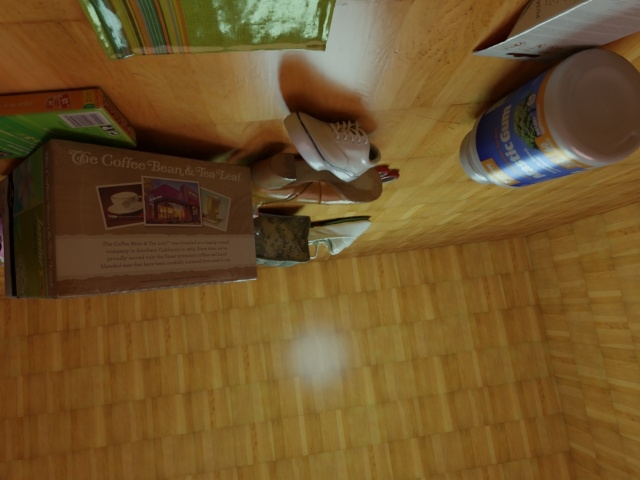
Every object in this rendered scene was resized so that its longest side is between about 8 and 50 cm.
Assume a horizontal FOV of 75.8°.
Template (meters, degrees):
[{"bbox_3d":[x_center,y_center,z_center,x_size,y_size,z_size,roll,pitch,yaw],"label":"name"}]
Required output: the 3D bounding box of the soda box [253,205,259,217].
[{"bbox_3d":[-0.231,-0.090,1.005,0.062,0.058,0.183,-12,169,29],"label":"soda box"}]

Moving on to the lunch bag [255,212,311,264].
[{"bbox_3d":[-0.197,0.003,1.297,0.286,0.169,0.235,4,171,-19],"label":"lunch bag"}]

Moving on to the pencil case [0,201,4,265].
[{"bbox_3d":[-0.619,-0.015,0.845,0.167,0.160,0.386,-15,169,36],"label":"pencil case"}]

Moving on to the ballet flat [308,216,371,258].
[{"bbox_3d":[0.000,0.000,1.541,0.399,0.139,0.139,-7,171,-7],"label":"ballet flat"}]

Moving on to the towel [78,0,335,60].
[{"bbox_3d":[-0.104,-0.220,0.410,0.237,0.021,0.102,-6,172,-9],"label":"towel"}]

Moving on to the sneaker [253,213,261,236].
[{"bbox_3d":[-0.251,-0.069,1.128,0.188,0.071,0.066,23,148,-27],"label":"sneaker"}]

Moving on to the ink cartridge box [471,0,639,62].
[{"bbox_3d":[0.297,-0.261,0.485,0.145,0.045,0.179,-5,-171,-21],"label":"ink cartridge box"}]

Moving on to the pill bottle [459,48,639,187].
[{"bbox_3d":[0.336,-0.166,0.649,0.152,0.153,0.272,-6,178,-10],"label":"pill bottle"}]

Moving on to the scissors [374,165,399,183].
[{"bbox_3d":[0.079,-0.140,1.092,0.109,0.021,0.297,-3,171,-42],"label":"scissors"}]

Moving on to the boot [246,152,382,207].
[{"bbox_3d":[-0.035,-0.121,0.893,0.295,0.104,0.211,4,171,-33],"label":"boot"}]

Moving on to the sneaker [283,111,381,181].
[{"bbox_3d":[0.029,-0.169,0.691,0.091,0.094,0.258,-31,167,21],"label":"sneaker"}]

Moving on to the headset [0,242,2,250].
[{"bbox_3d":[-0.571,-0.052,0.552,0.243,0.185,0.394,-1,140,-6],"label":"headset"}]

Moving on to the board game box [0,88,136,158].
[{"bbox_3d":[-0.404,-0.150,0.556,0.259,0.039,0.124,-9,171,-6],"label":"board game box"}]

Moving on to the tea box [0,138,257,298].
[{"bbox_3d":[-0.344,-0.018,0.744,0.323,0.220,0.329,-8,175,43],"label":"tea box"}]
